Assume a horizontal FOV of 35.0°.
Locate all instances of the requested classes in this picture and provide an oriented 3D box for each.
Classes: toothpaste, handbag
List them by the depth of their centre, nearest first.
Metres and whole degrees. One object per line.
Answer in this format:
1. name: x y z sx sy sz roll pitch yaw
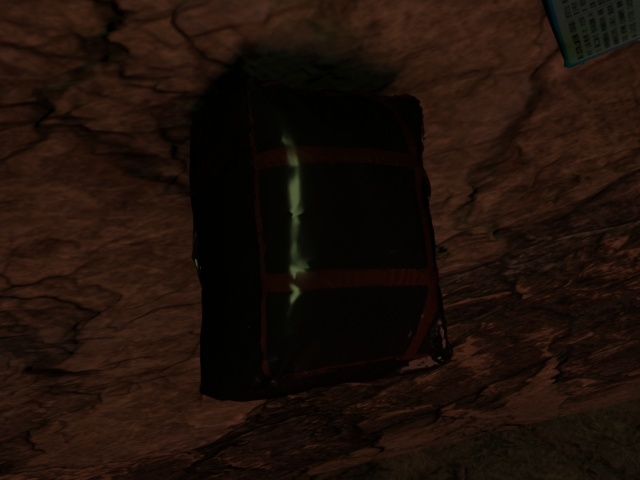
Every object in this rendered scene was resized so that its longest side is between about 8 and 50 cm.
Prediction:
1. toothpaste: 0.149 -0.185 0.597 0.065 0.050 0.266 -24 158 14
2. handbag: 0.000 0.000 0.713 0.169 0.215 0.155 2 170 -34
